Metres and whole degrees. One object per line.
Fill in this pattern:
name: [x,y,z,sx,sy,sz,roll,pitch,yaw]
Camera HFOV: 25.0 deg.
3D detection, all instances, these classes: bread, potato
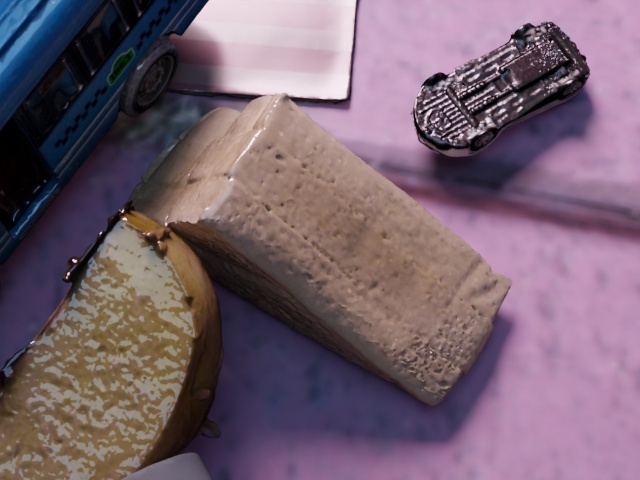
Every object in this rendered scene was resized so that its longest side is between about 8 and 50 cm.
bread: [-0.003,0.005,0.667,0.152,0.105,0.077,41,73,-17]
potato: [-0.094,0.079,0.610,0.089,0.100,0.172,34,84,0]

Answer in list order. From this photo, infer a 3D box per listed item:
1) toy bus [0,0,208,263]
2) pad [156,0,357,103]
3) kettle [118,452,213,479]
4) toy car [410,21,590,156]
toy bus: [-0.163,-0.068,0.638,0.113,0.134,0.246,33,75,12]
pad: [-0.071,-0.214,0.761,0.202,0.005,0.300,5,70,4]
kettle: [-0.069,0.237,0.527,0.210,0.160,0.243,-36,77,9]
toy car: [0.084,-0.070,0.691,0.093,0.025,0.041,-30,70,-12]
